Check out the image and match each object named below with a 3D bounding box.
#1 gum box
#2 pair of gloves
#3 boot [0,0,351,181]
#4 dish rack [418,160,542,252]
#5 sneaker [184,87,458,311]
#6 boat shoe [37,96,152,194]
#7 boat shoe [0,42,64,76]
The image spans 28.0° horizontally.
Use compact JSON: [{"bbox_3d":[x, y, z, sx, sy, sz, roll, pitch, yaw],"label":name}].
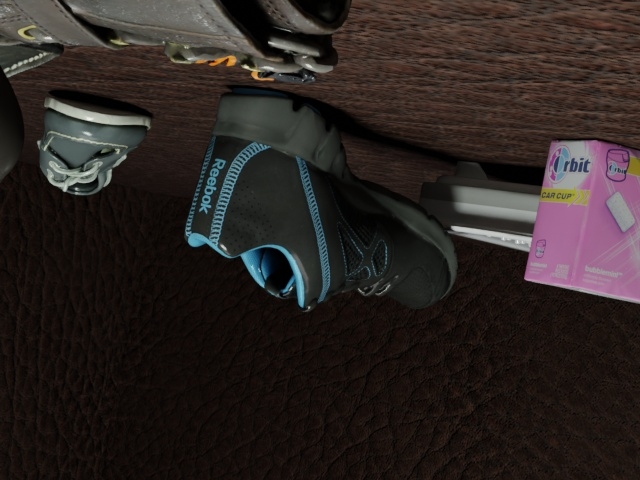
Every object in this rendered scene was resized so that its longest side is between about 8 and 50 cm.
[{"bbox_3d":[0.256,-0.004,0.970,0.188,0.107,0.062,12,179,-25],"label":"gum box"},{"bbox_3d":[-0.048,-0.116,0.860,0.083,0.010,0.074,11,179,-27],"label":"pair of gloves"},{"bbox_3d":[-0.096,-0.074,0.387,0.229,0.091,0.263,10,156,24],"label":"boot"},{"bbox_3d":[0.272,-0.013,1.247,0.285,0.072,0.332,9,177,45],"label":"dish rack"},{"bbox_3d":[0.000,0.000,1.114,0.125,0.140,0.341,12,164,40],"label":"sneaker"},{"bbox_3d":[-0.259,-0.099,1.435,0.116,0.099,0.319,12,179,-13],"label":"boat shoe"},{"bbox_3d":[-0.208,-0.098,0.637,0.121,0.119,0.335,13,177,-39],"label":"boat shoe"}]
